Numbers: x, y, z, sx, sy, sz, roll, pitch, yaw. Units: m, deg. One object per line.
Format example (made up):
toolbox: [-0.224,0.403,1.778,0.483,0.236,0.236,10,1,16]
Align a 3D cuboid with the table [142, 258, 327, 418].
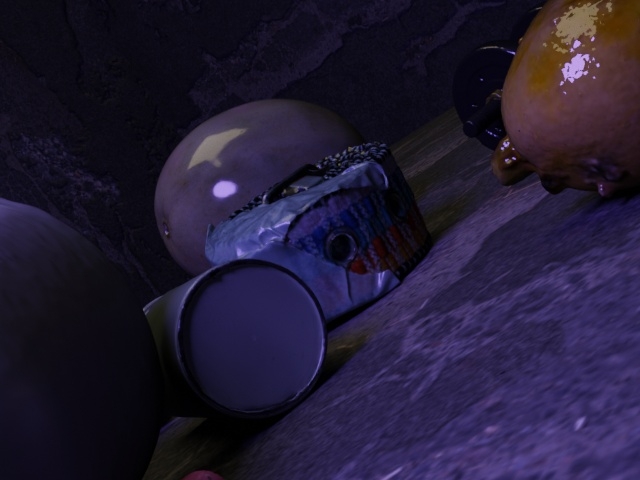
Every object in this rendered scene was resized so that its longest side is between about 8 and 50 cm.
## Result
table: [-0.090,0.093,0.854,0.126,0.126,0.220,-37,5,-24]

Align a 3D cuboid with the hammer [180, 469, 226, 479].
hammer: [-0.079,0.166,0.570,0.043,0.043,0.083,-33,7,24]

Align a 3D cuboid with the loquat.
loquat: [0.205,-0.108,0.704,0.204,0.149,0.172,-45,5,21]

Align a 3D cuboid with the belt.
belt: [0.000,0.000,1.033,0.207,0.150,0.257,-18,15,38]

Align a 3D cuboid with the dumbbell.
dumbbell: [0.268,-0.206,1.223,0.325,0.143,0.143,-39,7,-39]

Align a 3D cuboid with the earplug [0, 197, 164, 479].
earplug: [-0.278,0.138,0.589,0.313,0.312,0.394,-35,5,3]

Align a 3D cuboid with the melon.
melon: [-0.065,-0.064,1.380,0.330,0.268,0.268,-17,-2,-23]
